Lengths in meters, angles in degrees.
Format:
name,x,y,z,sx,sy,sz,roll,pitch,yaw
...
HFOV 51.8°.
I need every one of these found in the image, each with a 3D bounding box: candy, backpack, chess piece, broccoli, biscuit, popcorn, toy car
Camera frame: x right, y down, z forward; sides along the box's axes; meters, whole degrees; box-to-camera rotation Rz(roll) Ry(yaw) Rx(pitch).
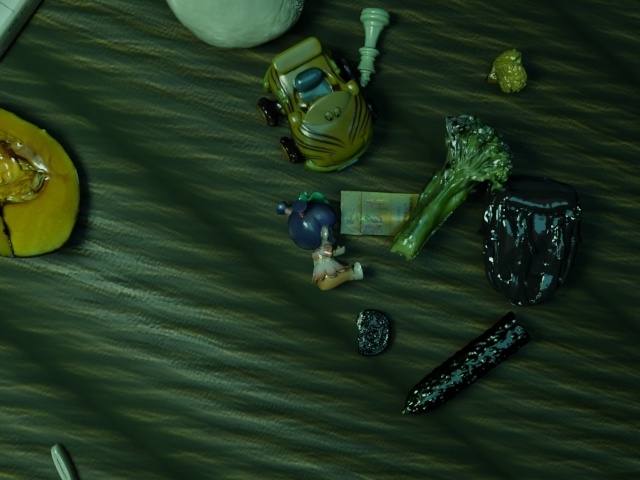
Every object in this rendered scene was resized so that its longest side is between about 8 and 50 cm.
name,x,y,z,sx,sy,sz,roll,pitch,yaw
candy,-0.159,-0.491,1.198,0.295,0.185,0.296,0,92,-3
backpack,0.406,-0.001,1.280,0.206,0.133,0.259,4,94,-3
chess piece,0.095,-0.373,1.290,0.059,0.059,0.149,11,93,-6
broccoli,0.234,-0.094,1.245,0.145,0.165,0.304,35,88,-11
biscuit,0.098,0.180,1.278,0.089,0.027,0.087,-44,94,-6
popcorn,0.364,-0.332,1.310,0.084,0.084,0.084,0,88,-7
toy car,-0.001,-0.252,1.225,0.200,0.142,0.248,-32,90,-6

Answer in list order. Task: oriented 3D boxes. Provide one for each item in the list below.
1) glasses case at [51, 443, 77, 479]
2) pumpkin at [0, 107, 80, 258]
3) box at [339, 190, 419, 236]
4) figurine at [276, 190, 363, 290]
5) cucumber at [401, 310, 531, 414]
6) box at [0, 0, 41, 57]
name,x,y,z,sx,sy,sz,roll,pitch,yaw
glasses case,-0.467,0.411,1.201,0.021,0.032,0.083,-25,91,-4
pumpkin,-0.553,-0.115,1.185,0.169,0.148,0.313,-24,96,-47
box,0.115,-0.051,1.291,0.156,0.022,0.089,4,86,-7
figurine,0.000,0.000,1.233,0.102,0.111,0.195,-22,90,-27
cucumber,0.277,0.246,1.276,0.300,0.072,0.072,-34,92,-4
box,-0.595,-0.477,1.201,0.168,0.071,0.259,32,86,-4
